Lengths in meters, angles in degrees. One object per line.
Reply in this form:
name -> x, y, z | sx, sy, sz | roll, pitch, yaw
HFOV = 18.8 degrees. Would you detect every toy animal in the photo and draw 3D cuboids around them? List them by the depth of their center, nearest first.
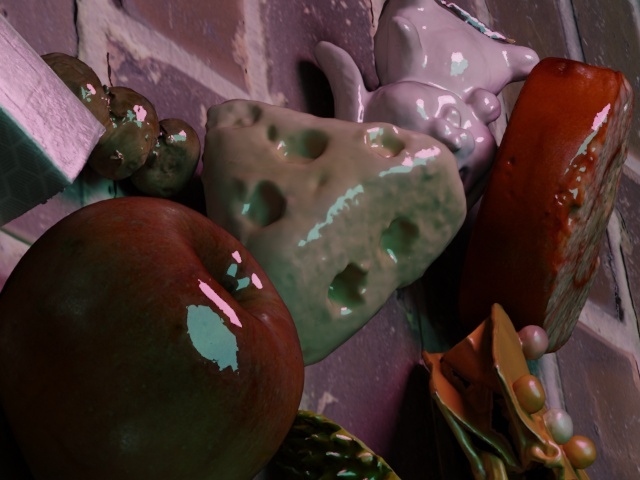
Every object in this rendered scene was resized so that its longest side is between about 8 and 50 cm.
toy animal -> 0.101, -0.146, 2.128 | 0.249, 0.174, 0.289 | 45, 43, 1

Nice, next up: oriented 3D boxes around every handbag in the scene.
handbag -> 0.245, 0.272, 1.953 | 0.401, 0.133, 0.283 | 59, 9, -7

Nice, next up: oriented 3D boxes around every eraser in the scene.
eraser -> -0.345, -0.190, 1.541 | 0.404, 0.098, 0.096 | 48, 33, -23

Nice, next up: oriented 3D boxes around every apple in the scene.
apple -> -0.143, 0.098, 1.516 | 0.253, 0.253, 0.254 | 37, 38, -36

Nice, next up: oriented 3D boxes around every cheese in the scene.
cheese -> 0.000, -0.001, 1.777 | 0.174, 0.251, 0.248 | 77, 21, -54

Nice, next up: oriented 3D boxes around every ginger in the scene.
ginger -> -0.184, -0.101, 1.735 | 0.204, 0.080, 0.104 | 31, 17, -40

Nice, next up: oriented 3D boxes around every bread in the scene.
bread -> 0.254, -0.039, 2.138 | 0.295, 0.114, 0.328 | -1, 108, -73

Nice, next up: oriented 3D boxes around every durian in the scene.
durian -> 0.081, 0.295, 1.755 | 0.352, 0.158, 0.169 | 54, 24, -7
